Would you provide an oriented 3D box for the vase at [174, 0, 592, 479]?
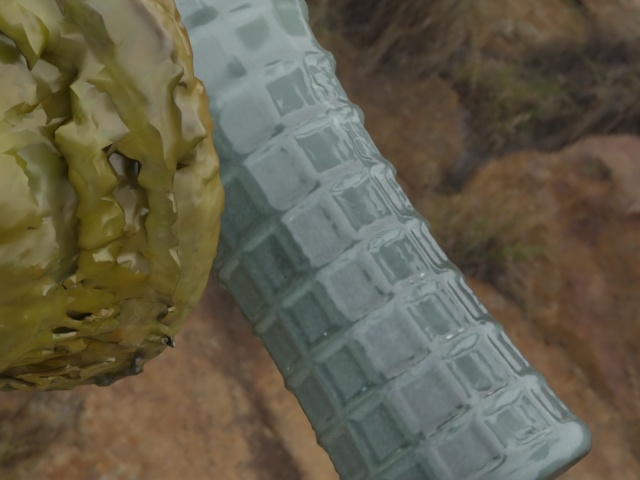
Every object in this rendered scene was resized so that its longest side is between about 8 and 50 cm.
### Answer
[{"bbox_3d":[0.000,0.000,0.754,0.143,0.143,0.299,-16,69,-54],"label":"vase"}]

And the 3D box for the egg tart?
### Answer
[{"bbox_3d":[-0.179,-0.032,0.555,0.294,0.294,0.123,37,44,-10],"label":"egg tart"}]
